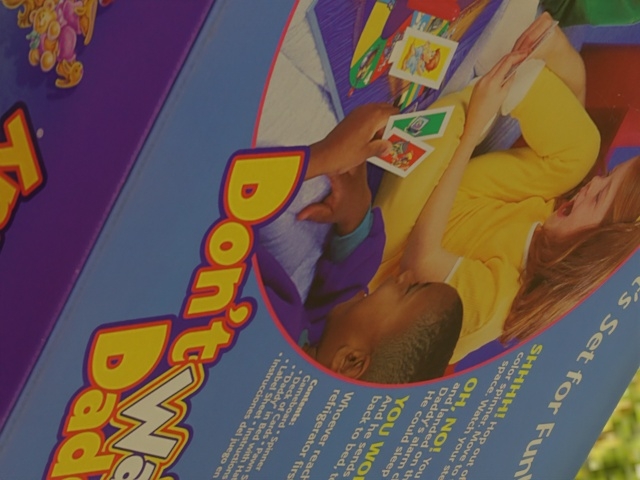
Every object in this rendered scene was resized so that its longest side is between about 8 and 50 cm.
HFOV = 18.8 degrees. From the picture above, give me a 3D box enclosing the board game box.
[{"bbox_3d":[0.000,0.000,0.482,0.078,0.347,0.233,38,17,35],"label":"board game box"}]
